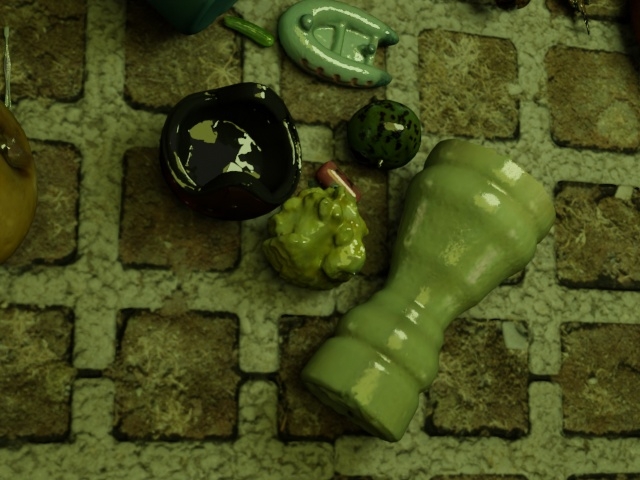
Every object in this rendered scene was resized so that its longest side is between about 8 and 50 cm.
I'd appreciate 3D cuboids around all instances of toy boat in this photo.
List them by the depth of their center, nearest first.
[{"bbox_3d":[0.032,-0.327,1.689,0.208,0.079,0.134,18,78,-16],"label":"toy boat"}]

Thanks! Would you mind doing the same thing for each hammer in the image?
[{"bbox_3d":[0.029,-0.088,1.662,0.043,0.043,0.083,-44,96,-20],"label":"hammer"}]

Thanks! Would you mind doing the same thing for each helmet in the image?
[{"bbox_3d":[-0.133,-0.125,1.534,0.216,0.193,0.189,14,70,-16],"label":"helmet"}]

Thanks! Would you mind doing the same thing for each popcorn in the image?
[{"bbox_3d":[-0.003,-0.008,1.575,0.173,0.173,0.142,18,35,-14],"label":"popcorn"}]

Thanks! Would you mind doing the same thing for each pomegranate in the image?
[{"bbox_3d":[0.105,-0.183,1.674,0.122,0.122,0.161,19,45,-14],"label":"pomegranate"}]

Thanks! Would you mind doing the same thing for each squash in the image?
[{"bbox_3d":[-0.115,-0.339,1.669,0.089,0.027,0.027,28,73,-8],"label":"squash"}]

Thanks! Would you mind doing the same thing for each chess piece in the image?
[{"bbox_3d":[0.155,0.079,1.588,0.234,0.234,0.442,38,76,-8],"label":"chess piece"}]

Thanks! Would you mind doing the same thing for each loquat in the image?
[{"bbox_3d":[-0.515,-0.069,1.376,0.275,0.275,0.275,3,79,-18],"label":"loquat"}]

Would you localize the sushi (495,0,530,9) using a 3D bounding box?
[{"bbox_3d":[0.318,-0.522,1.760,0.200,0.204,0.213,-4,47,-44],"label":"sushi"}]

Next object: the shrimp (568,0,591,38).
[{"bbox_3d":[0.460,-0.473,1.858,0.090,0.079,0.233,-5,83,-57],"label":"shrimp"}]

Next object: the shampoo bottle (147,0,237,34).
[{"bbox_3d":[-0.206,-0.527,1.514,0.343,0.331,0.331,45,70,-8],"label":"shampoo bottle"}]

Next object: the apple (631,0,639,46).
[{"bbox_3d":[0.690,-0.431,1.848,0.277,0.250,0.309,41,91,-23],"label":"apple"}]

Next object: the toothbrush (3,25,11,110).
[{"bbox_3d":[-0.467,-0.256,1.545,0.011,0.013,0.131,-2,82,-8],"label":"toothbrush"}]
